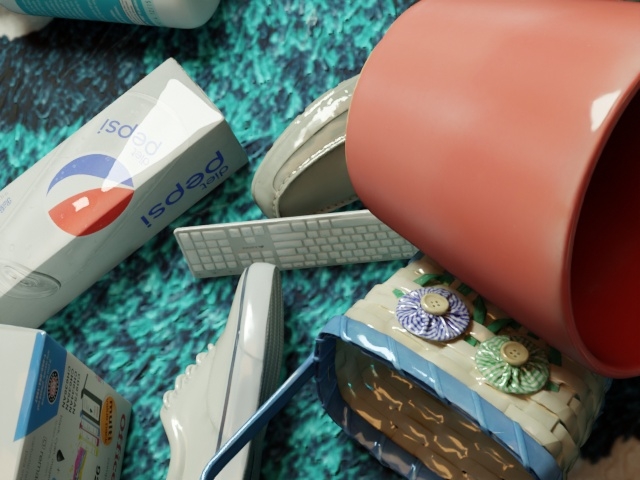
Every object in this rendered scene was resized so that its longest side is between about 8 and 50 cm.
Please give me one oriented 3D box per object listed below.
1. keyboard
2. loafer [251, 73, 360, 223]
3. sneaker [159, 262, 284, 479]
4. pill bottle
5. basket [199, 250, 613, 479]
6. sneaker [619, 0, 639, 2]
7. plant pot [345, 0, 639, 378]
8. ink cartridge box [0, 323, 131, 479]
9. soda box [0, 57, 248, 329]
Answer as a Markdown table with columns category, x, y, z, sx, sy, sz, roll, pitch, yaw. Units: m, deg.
| category | x | y | z | sx | sy | sz | roll | pitch | yaw |
| --- | --- | --- | --- | --- | --- | --- | --- | --- | --- |
| keyboard | 0.000 | 0.000 | 1.264 | 0.256 | 0.072 | 0.014 | -6 | 57 | 10 |
| loafer | 0.087 | -0.104 | 1.265 | 0.319 | 0.112 | 0.111 | -34 | 57 | -3 |
| sneaker | -0.091 | 0.138 | 1.216 | 0.091 | 0.094 | 0.258 | 8 | 71 | 10 |
| pill bottle | -0.234 | -0.290 | 1.388 | 0.264 | 0.146 | 0.146 | 6 | 70 | 14 |
| basket | 0.078 | 0.159 | 1.112 | 0.255 | 0.201 | 0.289 | 29 | 68 | 20 |
| sneaker | 0.255 | -0.216 | 1.191 | 0.106 | 0.078 | 0.234 | 33 | 88 | 25 |
| plant pot | 0.169 | -0.064 | 1.047 | 0.243 | 0.275 | 0.275 | 25 | 75 | 40 |
| ink cartridge box | -0.279 | 0.179 | 1.165 | 0.168 | 0.232 | 0.171 | 4 | 70 | 12 |
| soda box | -0.211 | -0.035 | 1.310 | 0.286 | 0.098 | 0.091 | -39 | 66 | -5 |
